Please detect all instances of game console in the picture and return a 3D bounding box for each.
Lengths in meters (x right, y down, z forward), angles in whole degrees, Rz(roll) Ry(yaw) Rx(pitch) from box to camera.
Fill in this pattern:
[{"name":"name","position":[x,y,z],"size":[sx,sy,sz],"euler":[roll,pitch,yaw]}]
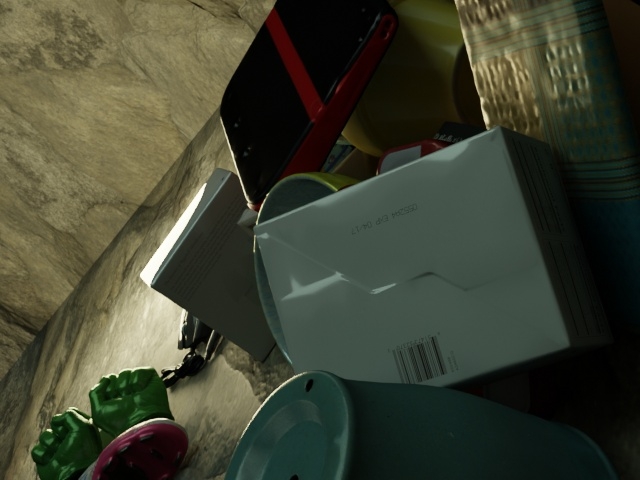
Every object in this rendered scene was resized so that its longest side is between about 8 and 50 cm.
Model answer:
[{"name":"game console","position":[-0.024,-0.238,1.747],"size":[0.342,0.060,0.386],"euler":[-56,27,20]}]

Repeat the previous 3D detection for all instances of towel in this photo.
[{"name":"towel","position":[0.233,-0.097,1.194],"size":[0.040,0.370,0.271],"euler":[-18,9,-16]}]

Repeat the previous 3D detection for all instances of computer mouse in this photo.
[{"name":"computer mouse","position":[-0.223,0.146,2.313],"size":[0.184,0.060,0.262],"euler":[-26,33,58]}]

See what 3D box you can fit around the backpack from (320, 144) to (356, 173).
[{"name":"backpack","position":[0.007,-0.148,2.174],"size":[0.158,0.117,0.173],"euler":[-25,33,57]}]

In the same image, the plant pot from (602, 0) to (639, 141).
[{"name":"plant pot","position":[0.321,-0.210,1.343],"size":[0.291,0.203,0.291],"euler":[-48,18,20]}]

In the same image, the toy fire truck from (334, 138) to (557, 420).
[{"name":"toy fire truck","position":[0.141,0.042,1.297],"size":[0.254,0.169,0.302],"euler":[-9,79,49]}]

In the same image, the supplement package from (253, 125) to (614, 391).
[{"name":"supplement package","position":[0.105,0.041,1.153],"size":[0.261,0.204,0.145],"euler":[-21,-12,26]}]

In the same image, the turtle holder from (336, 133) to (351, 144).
[{"name":"turtle holder","position":[0.042,-0.286,1.994],"size":[0.227,0.243,0.320],"euler":[-17,44,3]}]

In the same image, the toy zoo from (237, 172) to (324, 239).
[{"name":"toy zoo","position":[0.000,0.000,1.793],"size":[0.293,0.192,0.030],"euler":[-23,35,60]}]

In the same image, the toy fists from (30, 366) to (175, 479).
[{"name":"toy fists","position":[-0.392,0.330,2.189],"size":[0.279,0.096,0.142],"euler":[-39,48,5]}]

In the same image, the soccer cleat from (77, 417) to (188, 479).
[{"name":"soccer cleat","position":[-0.336,0.384,2.066],"size":[0.331,0.116,0.143],"euler":[-47,19,23]}]

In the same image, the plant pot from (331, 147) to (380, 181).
[{"name":"plant pot","position":[0.075,-0.062,1.874],"size":[0.109,0.109,0.096],"euler":[-45,31,26]}]

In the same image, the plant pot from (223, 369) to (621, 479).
[{"name":"plant pot","position":[0.064,0.235,1.007],"size":[0.271,0.255,0.272],"euler":[-43,33,36]}]

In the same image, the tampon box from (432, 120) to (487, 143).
[{"name":"tampon box","position":[0.199,-0.070,1.529],"size":[0.101,0.120,0.161],"euler":[-55,18,-1]}]

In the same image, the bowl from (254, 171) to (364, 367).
[{"name":"bowl","position":[0.057,0.044,1.573],"size":[0.156,0.289,0.289],"euler":[-13,-8,-34]}]

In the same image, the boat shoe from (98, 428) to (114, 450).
[{"name":"boat shoe","position":[-0.378,0.366,2.302],"size":[0.081,0.079,0.227],"euler":[109,179,-56]}]

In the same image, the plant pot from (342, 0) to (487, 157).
[{"name":"plant pot","position":[0.170,-0.230,1.738],"size":[0.239,0.254,0.254],"euler":[14,68,55]}]

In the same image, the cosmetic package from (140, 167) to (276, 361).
[{"name":"cosmetic package","position":[-0.135,0.036,2.018],"size":[0.224,0.224,0.138],"euler":[-55,18,-4]}]
